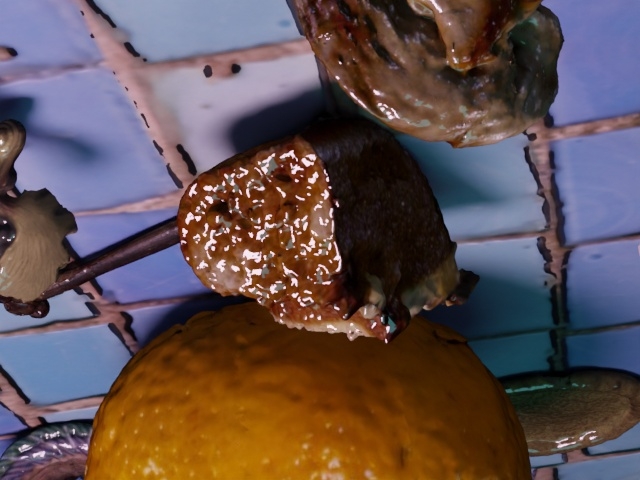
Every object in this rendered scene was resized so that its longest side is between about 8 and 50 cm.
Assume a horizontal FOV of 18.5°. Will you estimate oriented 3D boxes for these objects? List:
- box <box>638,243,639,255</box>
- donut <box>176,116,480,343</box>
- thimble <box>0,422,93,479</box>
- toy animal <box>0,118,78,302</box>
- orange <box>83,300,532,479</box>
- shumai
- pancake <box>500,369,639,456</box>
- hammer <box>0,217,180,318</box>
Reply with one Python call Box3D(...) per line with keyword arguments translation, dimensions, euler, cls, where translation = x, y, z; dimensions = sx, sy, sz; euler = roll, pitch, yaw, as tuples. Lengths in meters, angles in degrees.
Box3D(translation=(0.297, 0.062, 1.330), dimensions=(0.081, 0.199, 0.135), euler=(1, 155, -20), cls="box")
Box3D(translation=(0.003, -0.005, 1.230), dimensions=(0.126, 0.144, 0.186), euler=(-10, -173, 24), cls="donut")
Box3D(translation=(-0.212, 0.221, 1.669), dimensions=(0.135, 0.118, 0.090), euler=(-23, 160, 0), cls="thimble")
Box3D(translation=(-0.245, -0.042, 1.121), dimensions=(0.214, 0.093, 0.186), euler=(4, 151, -6), cls="toy animal")
Box3D(translation=(-0.008, 0.202, 1.456), dimensions=(0.341, 0.293, 0.340), euler=(-4, 156, -2), cls="orange")
Box3D(translation=(0.056, -0.118, 0.977), dimensions=(0.139, 0.123, 0.105), euler=(7, 145, 3), cls="shumai")
Box3D(translation=(0.201, 0.154, 1.737), dimensions=(0.199, 0.021, 0.199), euler=(-6, 155, -3), cls="pancake")
Box3D(translation=(-0.150, 0.015, 1.338), dimensions=(0.178, 0.021, 0.065), euler=(-21, 151, 29), cls="hammer")
